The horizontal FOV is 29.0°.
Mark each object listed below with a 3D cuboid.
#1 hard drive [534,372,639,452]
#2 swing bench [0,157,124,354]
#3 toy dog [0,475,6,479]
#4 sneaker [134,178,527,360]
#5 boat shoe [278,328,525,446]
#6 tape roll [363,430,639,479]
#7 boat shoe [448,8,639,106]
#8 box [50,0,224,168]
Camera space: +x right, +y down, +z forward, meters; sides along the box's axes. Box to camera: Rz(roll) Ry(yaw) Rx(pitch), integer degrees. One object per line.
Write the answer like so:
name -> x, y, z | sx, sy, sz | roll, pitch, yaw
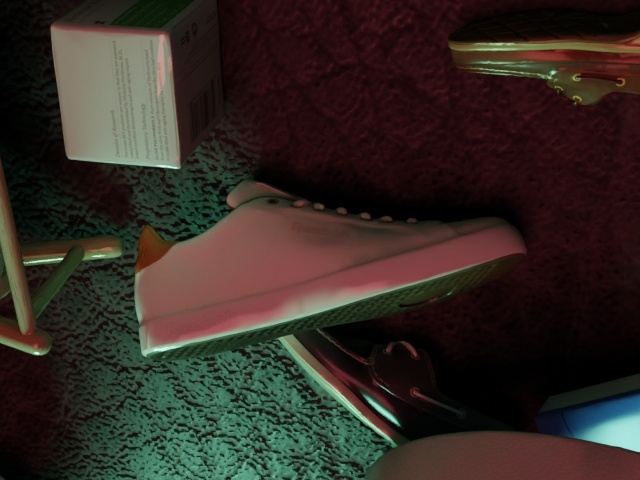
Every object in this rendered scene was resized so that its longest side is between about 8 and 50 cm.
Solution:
hard drive -> 0.325, 0.167, 0.858 | 0.210, 0.040, 0.318 | 53, 142, -9
swing bench -> -0.304, -0.071, 0.912 | 0.254, 0.165, 0.253 | 4, 120, 15
toy dog -> -0.421, 0.337, 1.098 | 0.395, 0.284, 0.408 | -34, 112, 13
sneaker -> 0.000, 0.000, 0.904 | 0.290, 0.106, 0.123 | -11, 75, 4
boat shoe -> 0.056, 0.115, 0.978 | 0.233, 0.084, 0.079 | 38, 84, 1
tape roll -> 0.205, 0.267, 0.917 | 0.392, 0.072, 0.392 | 15, 148, 10
boat shoe -> 0.172, -0.115, 0.808 | 0.178, 0.064, 0.060 | 2, 117, 12
box -> -0.125, -0.117, 0.871 | 0.087, 0.101, 0.102 | 5, 118, 14
